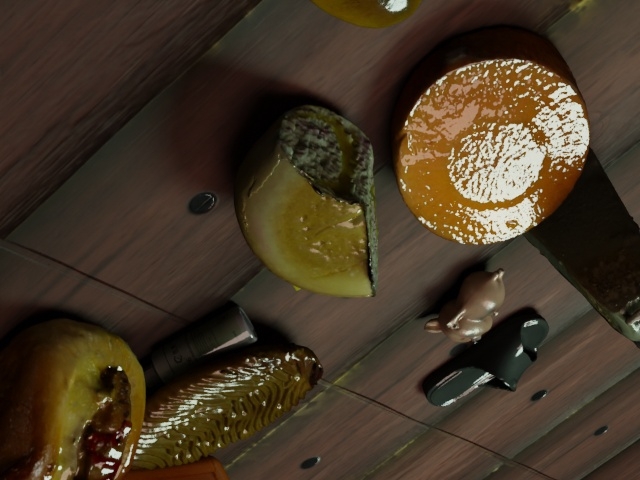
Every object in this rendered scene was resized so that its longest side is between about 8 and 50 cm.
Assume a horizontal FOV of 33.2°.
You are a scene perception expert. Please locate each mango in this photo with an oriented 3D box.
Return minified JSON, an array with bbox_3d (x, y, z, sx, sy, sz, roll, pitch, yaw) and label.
[{"bbox_3d":[0.033,-0.265,1.049,0.161,0.076,0.103,15,133,-40],"label":"mango"}]

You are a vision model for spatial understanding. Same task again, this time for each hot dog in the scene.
[{"bbox_3d":[-0.382,0.291,1.331,0.405,0.223,0.185,-41,139,17],"label":"hot dog"}]

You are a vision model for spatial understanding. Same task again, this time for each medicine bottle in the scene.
[{"bbox_3d":[-0.183,0.157,1.434,0.199,0.058,0.058,-29,144,2],"label":"medicine bottle"}]

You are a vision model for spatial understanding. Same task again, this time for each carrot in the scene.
[{"bbox_3d":[0.205,-0.130,1.321,0.258,0.100,0.307,-30,136,5],"label":"carrot"}]

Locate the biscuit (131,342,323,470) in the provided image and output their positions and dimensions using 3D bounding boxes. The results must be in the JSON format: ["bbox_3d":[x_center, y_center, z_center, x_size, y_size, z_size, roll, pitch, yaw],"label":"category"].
[{"bbox_3d":[-0.142,0.241,1.525,0.317,0.040,0.318,-23,155,-11],"label":"biscuit"}]

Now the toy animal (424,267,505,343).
[{"bbox_3d":[0.230,0.099,1.620,0.083,0.089,0.150,22,127,-23],"label":"toy animal"}]

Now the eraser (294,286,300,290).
[{"bbox_3d":[0.000,0.000,1.372,0.122,0.045,0.097,-29,144,-1],"label":"eraser"}]

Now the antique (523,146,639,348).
[{"bbox_3d":[0.378,0.020,1.438,0.150,0.284,0.125,-38,143,10],"label":"antique"}]

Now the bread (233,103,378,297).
[{"bbox_3d":[-0.016,-0.048,1.231,0.156,0.158,0.261,-3,135,6],"label":"bread"}]

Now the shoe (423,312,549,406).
[{"bbox_3d":[0.289,0.222,1.787,0.241,0.093,0.108,-35,142,12],"label":"shoe"}]

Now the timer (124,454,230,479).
[{"bbox_3d":[-0.271,0.462,1.650,0.257,0.161,0.250,1,136,-39],"label":"timer"}]
